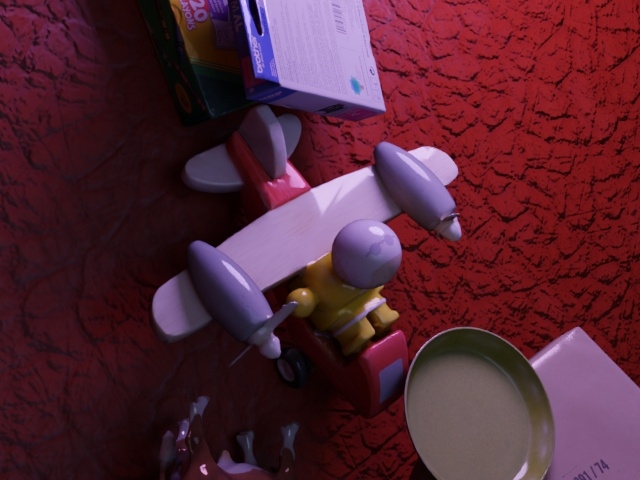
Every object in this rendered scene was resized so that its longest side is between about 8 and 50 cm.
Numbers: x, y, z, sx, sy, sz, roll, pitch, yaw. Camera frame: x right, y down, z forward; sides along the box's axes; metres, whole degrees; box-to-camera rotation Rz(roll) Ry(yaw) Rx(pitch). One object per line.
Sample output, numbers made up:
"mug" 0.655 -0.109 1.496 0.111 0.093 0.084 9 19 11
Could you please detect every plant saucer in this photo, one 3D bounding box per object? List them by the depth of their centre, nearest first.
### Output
"plant saucer" 0.203 0.234 1.641 0.241 0.037 0.241 12 63 -26

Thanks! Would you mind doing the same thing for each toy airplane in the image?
"toy airplane" 0.000 0.000 1.588 0.384 0.272 0.386 24 73 -28

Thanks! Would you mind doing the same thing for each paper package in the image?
"paper package" 0.338 0.338 1.765 0.325 0.168 0.309 -32 71 -29

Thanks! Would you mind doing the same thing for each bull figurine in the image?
"bull figurine" -0.090 0.317 1.570 0.310 0.101 0.188 30 44 -51

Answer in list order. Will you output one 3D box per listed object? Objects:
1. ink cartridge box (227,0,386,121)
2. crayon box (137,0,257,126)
"ink cartridge box" -0.031 -0.262 1.604 0.311 0.065 0.186 4 72 -59
"crayon box" -0.144 -0.308 1.640 0.165 0.081 0.278 -25 98 -33
